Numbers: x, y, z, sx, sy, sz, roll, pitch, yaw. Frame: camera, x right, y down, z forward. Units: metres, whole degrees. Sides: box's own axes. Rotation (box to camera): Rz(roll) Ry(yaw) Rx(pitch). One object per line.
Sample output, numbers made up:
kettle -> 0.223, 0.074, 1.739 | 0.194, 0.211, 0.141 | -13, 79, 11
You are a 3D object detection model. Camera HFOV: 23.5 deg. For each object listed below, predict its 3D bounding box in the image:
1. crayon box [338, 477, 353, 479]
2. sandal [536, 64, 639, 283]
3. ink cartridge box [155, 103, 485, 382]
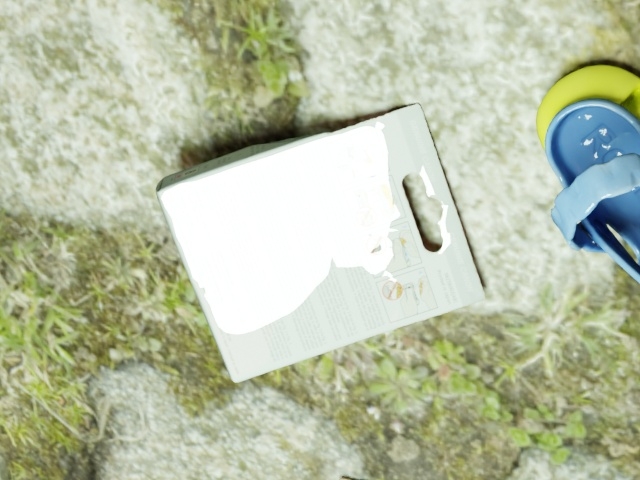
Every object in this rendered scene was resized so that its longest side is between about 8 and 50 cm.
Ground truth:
crayon box -> 0.154, 0.355, 1.456 | 0.319, 0.081, 0.202 | 11, 123, 17
sandal -> 0.280, 0.013, 1.169 | 0.317, 0.138, 0.126 | 38, 124, -4
ink cartridge box -> 0.000, 0.000, 1.316 | 0.232, 0.066, 0.189 | -20, 107, 1
